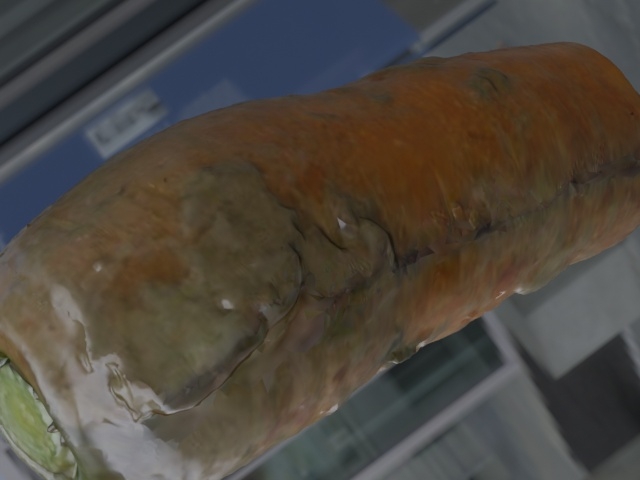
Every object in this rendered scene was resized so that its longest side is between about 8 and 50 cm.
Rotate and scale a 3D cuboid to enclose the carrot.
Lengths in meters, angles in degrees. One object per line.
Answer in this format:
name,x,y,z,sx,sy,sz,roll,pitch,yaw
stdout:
carrot,0.000,0.000,0.685,0.138,0.301,0.139,28,130,39
